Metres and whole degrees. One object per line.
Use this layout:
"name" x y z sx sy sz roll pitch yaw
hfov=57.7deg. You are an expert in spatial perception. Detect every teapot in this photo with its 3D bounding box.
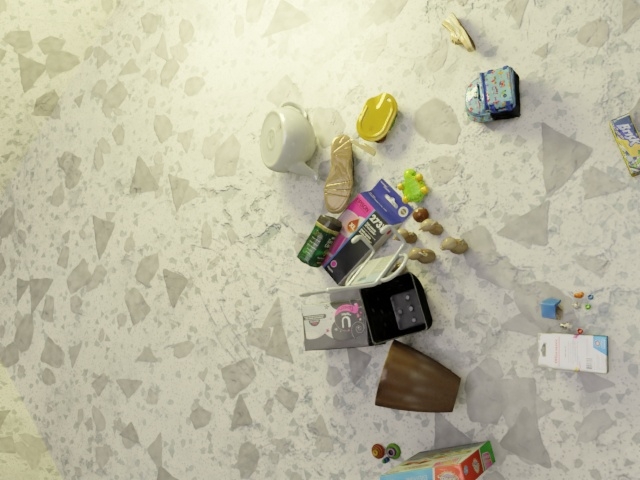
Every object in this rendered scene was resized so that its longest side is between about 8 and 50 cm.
"teapot" -0.101 -0.370 2.144 0.252 0.187 0.256 37 122 55

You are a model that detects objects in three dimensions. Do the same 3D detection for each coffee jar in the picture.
"coffee jar" 0.000 0.000 2.015 0.079 0.096 0.184 33 101 26

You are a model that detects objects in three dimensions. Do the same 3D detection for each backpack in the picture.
"backpack" 0.530 -0.455 1.826 0.173 0.117 0.158 -4 81 32

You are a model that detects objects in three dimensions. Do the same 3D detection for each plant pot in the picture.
"plant pot" 0.311 0.445 1.811 0.230 0.215 0.215 15 92 15
"plant pot" 0.260 0.218 1.870 0.187 0.167 0.188 -21 75 26

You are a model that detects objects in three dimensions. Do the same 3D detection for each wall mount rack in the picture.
"wall mount rack" 0.106 0.096 1.809 0.130 0.350 0.304 46 67 -10

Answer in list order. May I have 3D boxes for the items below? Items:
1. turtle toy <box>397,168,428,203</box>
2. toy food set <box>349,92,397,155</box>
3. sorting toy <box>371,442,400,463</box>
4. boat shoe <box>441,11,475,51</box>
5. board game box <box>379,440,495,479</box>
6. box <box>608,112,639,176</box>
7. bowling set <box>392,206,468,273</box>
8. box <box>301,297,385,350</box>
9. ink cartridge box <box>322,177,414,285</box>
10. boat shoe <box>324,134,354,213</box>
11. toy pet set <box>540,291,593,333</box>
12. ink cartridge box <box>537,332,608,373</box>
"turtle toy" 0.311 -0.183 1.946 0.095 0.066 0.130 -26 71 25
"toy food set" 0.197 -0.405 2.035 0.128 0.071 0.218 28 93 25
"sorting toy" 0.210 0.702 1.911 0.102 0.042 0.061 -11 79 28
"boat shoe" 0.457 -0.678 1.929 0.059 0.063 0.170 -35 59 24
"board game box" 0.345 0.659 1.681 0.242 0.316 0.064 -21 74 27
"box" 0.875 -0.269 1.640 0.059 0.054 0.169 -23 74 26
"bowling set" 0.309 -0.014 1.876 0.287 0.154 0.200 -25 73 25
"box" 0.076 0.285 1.980 0.247 0.142 0.163 -10 80 28
"ink cartridge box" 0.138 -0.031 2.032 0.371 0.069 0.176 -48 64 14
"boat shoe" 0.076 -0.230 2.072 0.103 0.092 0.285 1 82 17
"toy pet set" 0.698 0.192 1.662 0.114 0.065 0.122 3 63 49
"ink cartridge box" 0.718 0.318 1.655 0.181 0.061 0.104 0 84 29
